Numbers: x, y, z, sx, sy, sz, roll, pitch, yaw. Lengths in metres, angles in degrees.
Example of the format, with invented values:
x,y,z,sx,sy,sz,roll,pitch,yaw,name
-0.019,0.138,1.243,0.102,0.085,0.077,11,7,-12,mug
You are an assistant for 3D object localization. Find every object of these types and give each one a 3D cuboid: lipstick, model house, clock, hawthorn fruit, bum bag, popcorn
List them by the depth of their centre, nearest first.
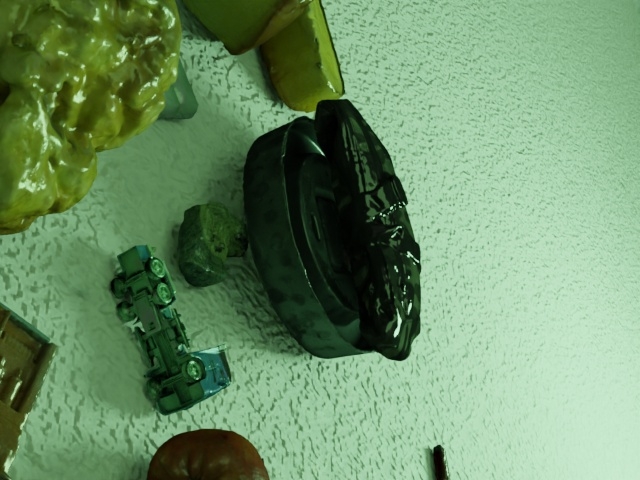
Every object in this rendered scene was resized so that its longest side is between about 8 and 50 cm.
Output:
x,y,z,sx,sy,sz,roll,pitch,yaw,name
-0.263,-0.168,0.925,0.265,0.225,0.332,38,52,-40,popcorn
-0.111,0.243,0.977,0.125,0.140,0.125,1,87,-20,hawthorn fruit
-0.123,0.012,1.138,0.079,0.066,0.083,52,33,-46,model house
0.069,-0.017,1.241,0.144,0.095,0.340,20,53,-61,bum bag
0.002,0.000,1.270,0.312,0.061,0.312,50,31,-45,clock
0.174,0.368,1.376,0.027,0.027,0.176,25,49,-46,lipstick

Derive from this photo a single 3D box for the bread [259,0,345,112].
x,y,z,sx,sy,sz,roll,pitch,yaw,name
-0.034,-0.301,1.444,0.102,0.094,0.245,15,59,-61,bread

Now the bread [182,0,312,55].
x,y,z,sx,sy,sz,roll,pitch,yaw,name
-0.061,-0.367,1.290,0.148,0.270,0.270,40,40,-21,bread

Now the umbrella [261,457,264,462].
x,y,z,sx,sy,sz,roll,pitch,yaw,name
-0.056,0.297,1.102,0.013,0.022,0.122,5,52,-26,umbrella

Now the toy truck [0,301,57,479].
x,y,z,sx,sy,sz,roll,pitch,yaw,name
-0.347,0.056,0.723,0.305,0.136,0.162,45,42,-28,toy truck

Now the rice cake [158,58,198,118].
x,y,z,sx,sy,sz,roll,pitch,yaw,name
-0.236,-0.237,1.163,0.189,0.037,0.198,-5,74,-56,rice cake

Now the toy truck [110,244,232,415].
x,y,z,sx,sy,sz,roll,pitch,yaw,name
-0.156,0.089,1.052,0.081,0.067,0.175,-9,74,-62,toy truck
